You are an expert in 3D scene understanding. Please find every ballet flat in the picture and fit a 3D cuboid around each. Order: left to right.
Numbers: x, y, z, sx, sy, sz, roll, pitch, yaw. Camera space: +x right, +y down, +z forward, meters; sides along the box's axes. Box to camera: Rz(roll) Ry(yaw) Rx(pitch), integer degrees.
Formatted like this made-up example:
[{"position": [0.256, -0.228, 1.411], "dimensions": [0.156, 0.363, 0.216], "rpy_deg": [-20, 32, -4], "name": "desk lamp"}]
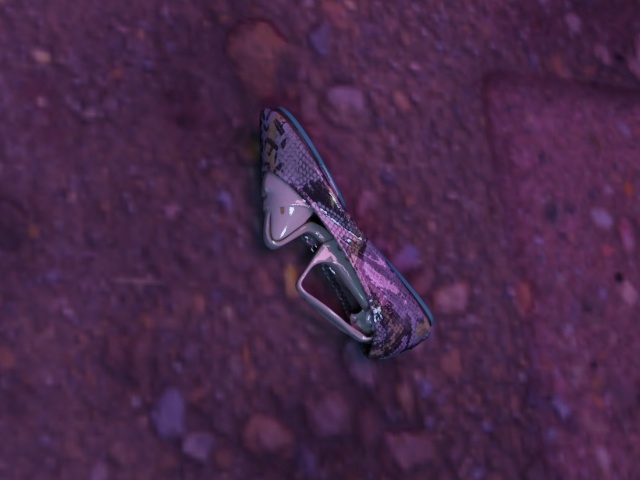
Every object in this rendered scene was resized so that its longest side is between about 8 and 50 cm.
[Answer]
[{"position": [0.000, 0.000, 0.674], "dimensions": [0.041, 0.041, 0.114], "rpy_deg": [-35, 89, -34], "name": "ballet flat"}]
